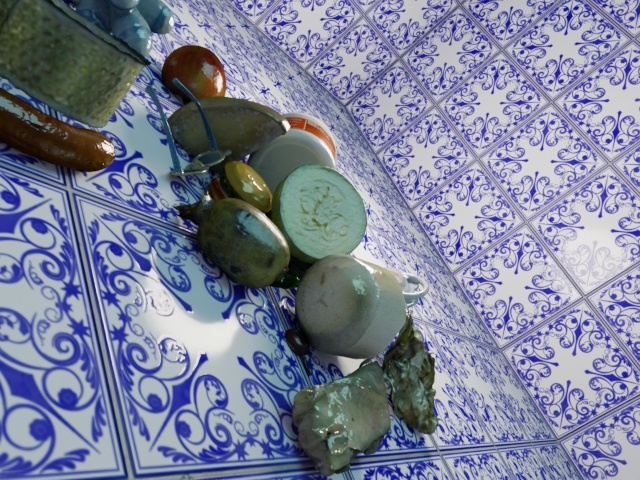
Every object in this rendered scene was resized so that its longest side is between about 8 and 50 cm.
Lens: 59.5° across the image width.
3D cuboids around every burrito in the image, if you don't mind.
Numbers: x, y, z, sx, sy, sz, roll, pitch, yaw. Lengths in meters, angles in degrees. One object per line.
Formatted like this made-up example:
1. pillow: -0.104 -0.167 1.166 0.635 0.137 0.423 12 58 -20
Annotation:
1. burrito: 0.056 0.349 1.109 0.347 0.107 0.175 2 69 -64

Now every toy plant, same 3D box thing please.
1. toy plant: -0.499 -0.585 1.377 0.332 0.247 0.247 60 20 13

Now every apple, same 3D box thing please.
1. apple: -0.356 -0.463 1.608 0.195 0.160 0.173 36 44 -23

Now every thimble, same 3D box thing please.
1. thimble: -0.454 -0.331 0.984 0.270 0.150 0.271 36 8 -6

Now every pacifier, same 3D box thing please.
1. pacifier: 0.215 0.199 1.709 0.279 0.227 0.207 -56 147 -71

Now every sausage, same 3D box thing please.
1. sausage: -0.465 -0.184 0.906 0.302 0.076 0.103 30 28 -48

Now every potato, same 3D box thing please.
1. potato: -0.231 -0.321 1.450 0.189 0.264 0.211 53 22 -25

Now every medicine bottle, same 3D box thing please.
1. medicine bottle: -0.078 -0.222 1.619 0.252 0.252 0.241 45 20 -19

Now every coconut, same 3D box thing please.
1. coconut: 0.079 0.157 1.312 0.266 0.237 0.237 29 29 -53

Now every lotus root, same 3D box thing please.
1. lotus root: -0.181 -0.013 1.170 0.278 0.154 0.154 41 20 -8

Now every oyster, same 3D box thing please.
1. oyster: 0.232 0.328 1.442 0.238 0.114 0.352 -13 90 -70

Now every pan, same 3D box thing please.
1. pan: -0.037 0.237 1.214 0.068 0.023 0.115 24 33 -57

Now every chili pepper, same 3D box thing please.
1. chili pepper: -0.127 0.052 1.275 0.182 0.073 0.050 49 -5 10

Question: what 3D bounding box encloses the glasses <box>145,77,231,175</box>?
1. glasses: -0.323 -0.251 1.285 0.221 0.088 0.190 59 27 -14

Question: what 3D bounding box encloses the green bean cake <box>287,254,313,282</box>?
1. green bean cake: 0.000 0.000 1.467 0.107 0.208 0.193 43 18 -18

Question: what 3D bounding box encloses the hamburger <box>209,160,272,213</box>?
1. hamburger: -0.194 -0.115 1.361 0.162 0.115 0.162 47 17 -19

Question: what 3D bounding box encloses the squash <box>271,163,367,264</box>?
1. squash: 0.002 -0.063 1.375 0.252 0.049 0.252 10 68 -25

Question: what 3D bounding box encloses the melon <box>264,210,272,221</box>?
1. melon: -0.108 -0.022 1.415 0.099 0.099 0.162 44 22 -22
